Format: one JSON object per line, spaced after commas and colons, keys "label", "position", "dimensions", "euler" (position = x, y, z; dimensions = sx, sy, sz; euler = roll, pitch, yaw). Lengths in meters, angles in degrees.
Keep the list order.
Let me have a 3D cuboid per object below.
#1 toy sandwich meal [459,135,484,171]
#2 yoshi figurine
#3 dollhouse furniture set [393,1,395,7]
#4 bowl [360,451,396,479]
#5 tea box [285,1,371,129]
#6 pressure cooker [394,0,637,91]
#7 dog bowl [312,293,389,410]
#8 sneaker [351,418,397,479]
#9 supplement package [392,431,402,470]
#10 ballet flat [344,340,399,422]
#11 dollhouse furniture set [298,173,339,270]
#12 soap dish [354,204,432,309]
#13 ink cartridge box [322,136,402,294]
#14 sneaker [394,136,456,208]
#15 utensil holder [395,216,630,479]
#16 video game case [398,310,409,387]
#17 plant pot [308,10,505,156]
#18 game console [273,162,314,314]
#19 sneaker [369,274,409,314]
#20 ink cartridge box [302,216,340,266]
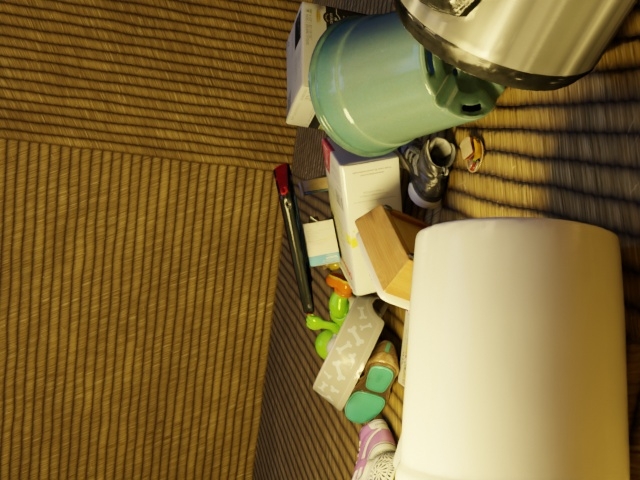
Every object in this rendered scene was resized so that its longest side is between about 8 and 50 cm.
{"label": "toy sandwich meal", "position": [0.341, -0.196, 1.431], "dimensions": [0.085, 0.029, 0.085], "euler": [-175, 90, -76]}
{"label": "yoshi figurine", "position": [0.057, 0.270, 2.093], "dimensions": [0.203, 0.204, 0.362], "euler": [-77, -6, -75]}
{"label": "dollhouse furniture set", "position": [0.276, -0.712, 1.624], "dimensions": [0.201, 0.152, 0.374], "euler": [112, 158, -48]}
{"label": "bowl", "position": [0.150, 0.611, 1.628], "dimensions": [0.170, 0.080, 0.170], "euler": [18, -90, -75]}
{"label": "tea box", "position": [0.067, -0.540, 2.030], "dimensions": [0.220, 0.324, 0.328], "euler": [126, 147, -62]}
{"label": "pressure cooker", "position": [0.327, -0.486, 0.921], "dimensions": [0.420, 0.370, 0.375], "euler": [112, 175, -45]}
{"label": "dog bowl", "position": [0.087, 0.302, 1.795], "dimensions": [0.348, 0.102, 0.349], "euler": [-63, -5, -10]}
{"label": "sneaker", "position": [0.139, 0.635, 1.803], "dimensions": [0.161, 0.102, 0.282], "euler": [-105, 35, -61]}
{"label": "supplement package", "position": [0.266, 0.461, 1.254], "dimensions": [0.262, 0.145, 0.204], "euler": [-115, 33, -62]}
{"label": "ballet flat", "position": [0.151, 0.398, 1.814], "dimensions": [0.342, 0.116, 0.124], "euler": [103, -174, -47]}
{"label": "dollhouse furniture set", "position": [0.111, -0.081, 2.054], "dimensions": [0.198, 0.286, 0.303], "euler": [-2, 106, 54]}
{"label": "soap dish", "position": [0.217, 0.045, 1.468], "dimensions": [0.118, 0.229, 0.291], "euler": [-59, 25, 24]}
{"label": "ink cartridge box", "position": [0.123, -0.083, 1.783], "dimensions": [0.279, 0.161, 0.384], "euler": [-114, 15, -63]}
{"label": "sneaker", "position": [0.268, -0.219, 1.602], "dimensions": [0.153, 0.101, 0.268], "euler": [114, 153, -45]}
{"label": "utensil holder", "position": [0.286, 0.185, 0.945], "dimensions": [0.327, 0.328, 0.385], "euler": [146, 131, -72]}
{"label": "video game case", "position": [0.255, 0.290, 1.597], "dimensions": [0.227, 0.026, 0.206], "euler": [-164, 80, -75]}
{"label": "plant pot", "position": [0.205, -0.370, 1.404], "dimensions": [0.334, 0.341, 0.341], "euler": [2, 86, 57]}
{"label": "game console", "position": [-0.072, -0.017, 1.886], "dimensions": [0.342, 0.060, 0.386], "euler": [-111, 9, -68]}
{"label": "sneaker", "position": [0.200, 0.120, 1.578], "dimensions": [0.104, 0.147, 0.295], "euler": [-59, 22, 28]}
{"label": "ink cartridge box", "position": [0.000, 0.000, 1.850], "dimensions": [0.092, 0.090, 0.143], "euler": [128, 132, -85]}
